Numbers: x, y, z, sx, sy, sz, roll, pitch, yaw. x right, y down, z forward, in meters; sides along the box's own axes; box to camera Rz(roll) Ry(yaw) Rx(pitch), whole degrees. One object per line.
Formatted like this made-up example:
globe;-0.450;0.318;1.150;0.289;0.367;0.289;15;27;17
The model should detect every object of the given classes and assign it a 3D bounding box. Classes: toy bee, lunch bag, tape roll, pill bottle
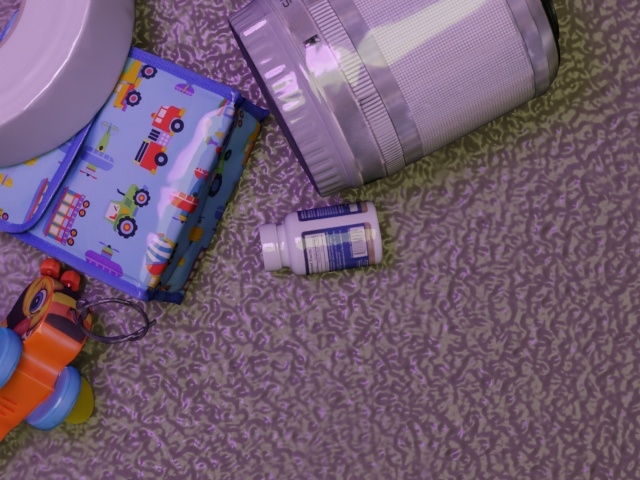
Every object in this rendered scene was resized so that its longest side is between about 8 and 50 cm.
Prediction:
toy bee;-0.277;0.107;1.453;0.298;0.162;0.195;-20;129;12
lunch bag;-0.236;-0.096;1.466;0.293;0.138;0.221;25;91;12
tape roll;-0.326;-0.216;1.409;0.286;0.100;0.286;-3;78;16
pill bottle;0.000;0.000;1.490;0.120;0.067;0.067;-8;91;-2

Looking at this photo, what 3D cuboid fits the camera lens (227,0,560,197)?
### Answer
camera lens;0.076;-0.190;1.413;0.274;0.219;0.219;-28;92;-1
